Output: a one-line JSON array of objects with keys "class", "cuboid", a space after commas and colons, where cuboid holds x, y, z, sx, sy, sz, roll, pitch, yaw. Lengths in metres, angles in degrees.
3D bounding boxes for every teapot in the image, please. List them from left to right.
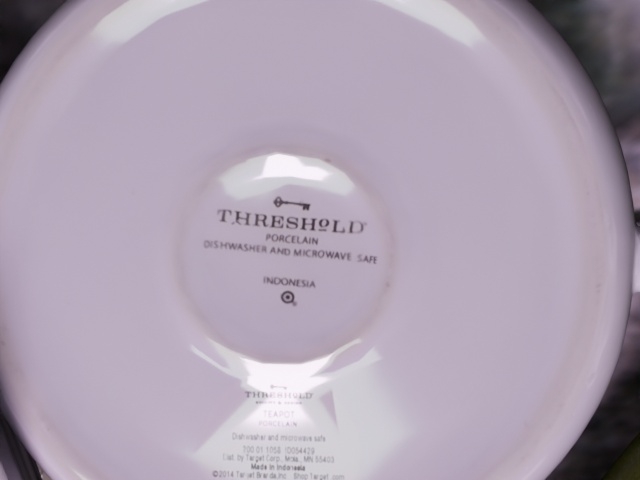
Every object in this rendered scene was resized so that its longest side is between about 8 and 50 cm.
[{"class": "teapot", "cuboid": [0.000, 0.000, 0.470, 0.252, 0.187, 0.256, -44, 89, 5]}]

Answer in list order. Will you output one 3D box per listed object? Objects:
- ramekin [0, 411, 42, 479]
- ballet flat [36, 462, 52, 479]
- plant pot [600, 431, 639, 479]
[{"class": "ramekin", "cuboid": [-0.203, 0.044, 0.467, 0.127, 0.273, 0.272, -21, 124, -14]}, {"class": "ballet flat", "cuboid": [-0.148, 0.150, 0.668, 0.074, 0.074, 0.203, -10, 120, 17]}, {"class": "plant pot", "cuboid": [0.245, 0.179, 0.466, 0.367, 0.366, 0.352, 16, 114, 0]}]
